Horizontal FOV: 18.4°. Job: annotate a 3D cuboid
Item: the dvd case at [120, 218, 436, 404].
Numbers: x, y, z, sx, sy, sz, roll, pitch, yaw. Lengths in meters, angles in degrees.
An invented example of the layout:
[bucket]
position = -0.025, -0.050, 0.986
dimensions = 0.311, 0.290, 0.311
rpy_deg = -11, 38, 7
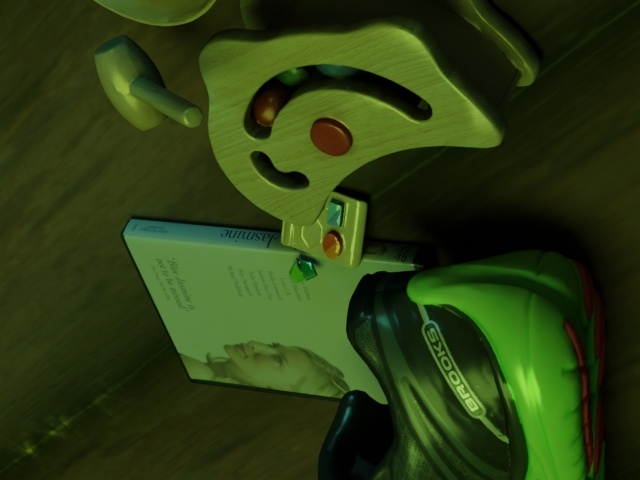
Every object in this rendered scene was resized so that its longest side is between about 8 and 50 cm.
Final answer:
[dvd case]
position = -0.015, 0.061, 1.511
dimensions = 0.253, 0.022, 0.180
rpy_deg = 5, 138, 25

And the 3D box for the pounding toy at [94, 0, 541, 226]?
[pounding toy]
position = -0.009, -0.069, 1.240
dimensions = 0.270, 0.155, 0.154
rpy_deg = -2, 130, 33

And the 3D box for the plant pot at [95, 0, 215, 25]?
[plant pot]
position = -0.132, -0.235, 1.165
dimensions = 0.236, 0.032, 0.236
rpy_deg = 34, 148, 25

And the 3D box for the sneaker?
[sneaker]
position = 0.105, 0.190, 1.465
dimensions = 0.202, 0.185, 0.482
rpy_deg = 7, 129, 14

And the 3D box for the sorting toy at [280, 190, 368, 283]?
[sorting toy]
position = 0.000, 0.000, 1.411
dimensions = 0.062, 0.012, 0.083
rpy_deg = 18, 122, 18
